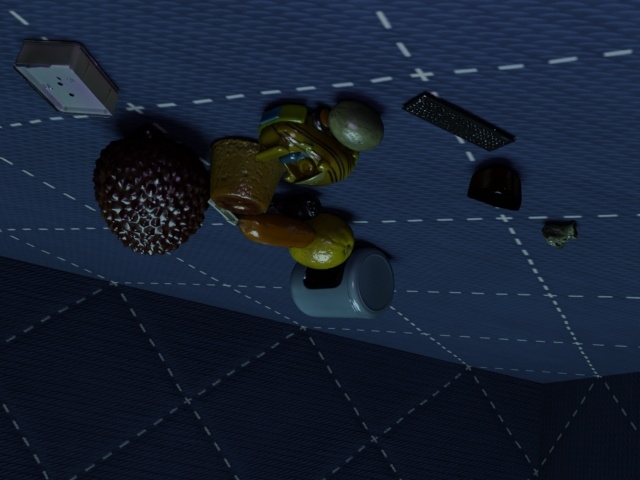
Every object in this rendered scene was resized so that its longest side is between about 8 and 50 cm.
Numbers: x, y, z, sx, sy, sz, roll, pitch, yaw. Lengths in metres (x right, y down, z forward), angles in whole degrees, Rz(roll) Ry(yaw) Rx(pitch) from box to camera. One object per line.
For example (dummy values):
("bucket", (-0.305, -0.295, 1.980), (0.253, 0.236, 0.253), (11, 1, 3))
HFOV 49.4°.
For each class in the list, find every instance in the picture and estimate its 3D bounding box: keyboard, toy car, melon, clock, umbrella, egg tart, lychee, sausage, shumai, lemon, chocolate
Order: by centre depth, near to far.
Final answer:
("keyboard", (0.292, -0.243, 1.453), (0.250, 0.017, 0.087), (21, 160, -26))
("melon", (0.074, -0.239, 1.454), (0.130, 0.098, 0.098), (21, 158, -33))
("clock", (-0.543, -0.346, 1.506), (0.146, 0.071, 0.192), (6, 161, 14))
("toy car", (-0.030, -0.196, 1.562), (0.247, 0.142, 0.200), (26, 157, -34))
("chocolate", (0.412, -0.130, 1.631), (0.125, 0.080, 0.148), (10, 172, 40))
("lychee", (-0.424, -0.125, 1.752), (0.305, 0.331, 0.306), (4, -172, -1))
("egg tart", (-0.195, -0.153, 1.769), (0.202, 0.147, 0.202), (9, 164, 3))
("shumai", (0.643, -0.025, 1.855), (0.083, 0.082, 0.080), (-12, 147, -53))
("sausage", (-0.116, -0.028, 1.881), (0.238, 0.098, 0.098), (12, 164, -39))
("umbrella", (-0.134, -0.083, 2.026), (0.326, 0.090, 0.094), (-5, 160, 38))
("lemon", (0.000, 0.000, 2.080), (0.207, 0.170, 0.170), (9, 162, 24))

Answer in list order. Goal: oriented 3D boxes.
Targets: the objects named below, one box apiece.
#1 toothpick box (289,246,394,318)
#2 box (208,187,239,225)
("toothpick box", (0.056, 0.160, 2.392), (0.354, 0.263, 0.263), (-5, 156, 41))
("box", (-0.310, -0.120, 2.012), (0.109, 0.029, 0.198), (48, 179, 30))
